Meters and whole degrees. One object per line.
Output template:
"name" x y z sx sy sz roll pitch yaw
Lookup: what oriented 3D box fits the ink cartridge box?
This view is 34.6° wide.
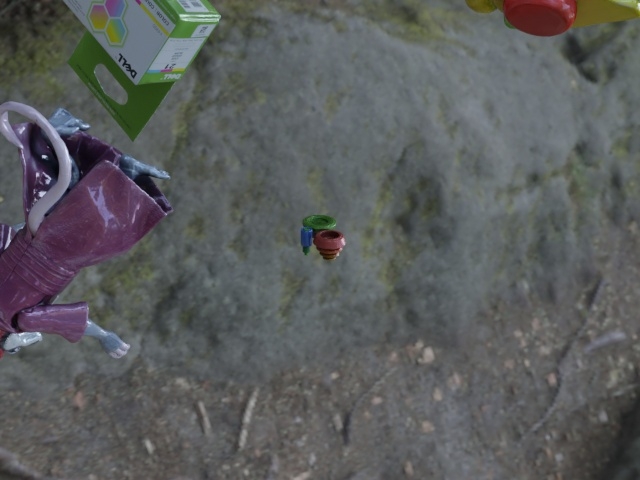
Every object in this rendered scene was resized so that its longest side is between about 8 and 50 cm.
"ink cartridge box" -0.290 -0.289 1.490 0.189 0.255 0.097 49 31 14

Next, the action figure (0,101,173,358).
"action figure" -0.371 0.027 1.407 0.248 0.370 0.276 37 7 16

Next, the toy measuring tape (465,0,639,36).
"toy measuring tape" 0.262 -0.256 0.933 0.121 0.330 0.121 0 91 -47

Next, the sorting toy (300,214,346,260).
"sorting toy" 0.000 0.000 1.522 0.061 0.042 0.102 -5 26 -15
